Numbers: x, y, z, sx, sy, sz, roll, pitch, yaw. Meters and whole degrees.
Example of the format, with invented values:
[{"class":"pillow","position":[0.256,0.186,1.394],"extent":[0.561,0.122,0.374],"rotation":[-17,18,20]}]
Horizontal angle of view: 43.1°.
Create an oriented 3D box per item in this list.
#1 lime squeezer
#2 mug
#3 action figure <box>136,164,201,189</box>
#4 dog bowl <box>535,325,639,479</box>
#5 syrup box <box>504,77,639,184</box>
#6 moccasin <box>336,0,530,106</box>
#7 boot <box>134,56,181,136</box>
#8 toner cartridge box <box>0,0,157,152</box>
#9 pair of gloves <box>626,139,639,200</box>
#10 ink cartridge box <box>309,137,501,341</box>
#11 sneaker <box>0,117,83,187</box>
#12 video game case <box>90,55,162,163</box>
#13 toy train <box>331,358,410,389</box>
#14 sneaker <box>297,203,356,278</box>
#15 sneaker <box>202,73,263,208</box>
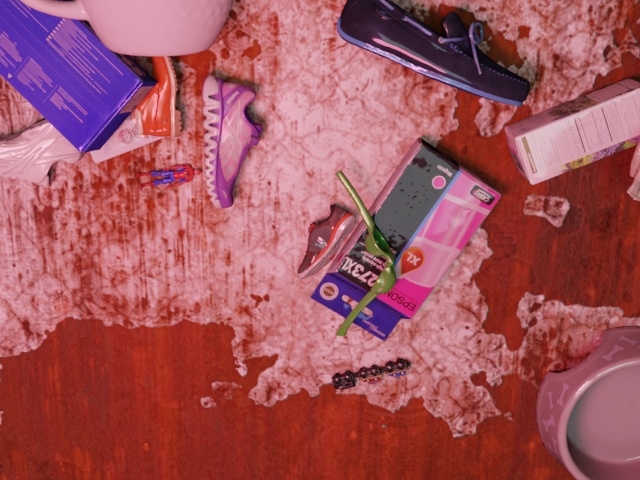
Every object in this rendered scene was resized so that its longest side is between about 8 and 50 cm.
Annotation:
[{"class":"lime squeezer","position":[0.083,0.028,1.441],"extent":[0.110,0.059,0.310],"rotation":[10,111,33]},{"class":"mug","position":[-0.299,-0.452,1.212],"extent":[0.374,0.276,0.328],"rotation":[-8,115,-19]},{"class":"action figure","position":[-0.272,-0.116,1.467],"extent":[0.115,0.030,0.038],"rotation":[-10,103,2]},{"class":"dog bowl","position":[0.600,0.343,1.564],"extent":[0.349,0.102,0.348],"rotation":[0,107,1]},{"class":"syrup box","position":[0.449,-0.189,1.396],"extent":[0.237,0.093,0.096],"rotation":[-22,107,8]},{"class":"moccasin","position":[0.198,-0.325,1.335],"extent":[0.342,0.137,0.116],"rotation":[22,103,-7]},{"class":"boot","position":[-0.287,-0.255,1.392],"extent":[0.085,0.059,0.157],"rotation":[-5,103,-13]},{"class":"toner cartridge box","position":[-0.455,-0.324,1.343],"extent":[0.348,0.075,0.165],"rotation":[45,103,-1]},{"class":"pair of gloves","position":[0.619,-0.144,1.377],"extent":[0.240,0.042,0.204],"rotation":[12,111,-41]},{"class":"ink cartridge box","position":[0.149,0.013,1.486],"extent":[0.176,0.069,0.371],"rotation":[31,108,-9]},{"class":"sneaker","position":[-0.530,-0.136,1.433],"extent":[0.232,0.090,0.115],"rotation":[-20,110,8]},{"class":"video game case","position":[-0.367,-0.232,1.433],"extent":[0.143,0.019,0.157],"rotation":[-20,107,7]},{"class":"toy train","position":[0.100,0.264,1.583],"extent":[0.158,0.027,0.036],"rotation":[-14,111,6]},{"class":"sneaker","position":[0.000,0.000,1.494],"extent":[0.065,0.061,0.158],"rotation":[42,105,16]},{"class":"sneaker","position":[-0.152,-0.170,1.417],"extent":[0.105,0.095,0.236],"rotation":[-1,107,-7]}]
